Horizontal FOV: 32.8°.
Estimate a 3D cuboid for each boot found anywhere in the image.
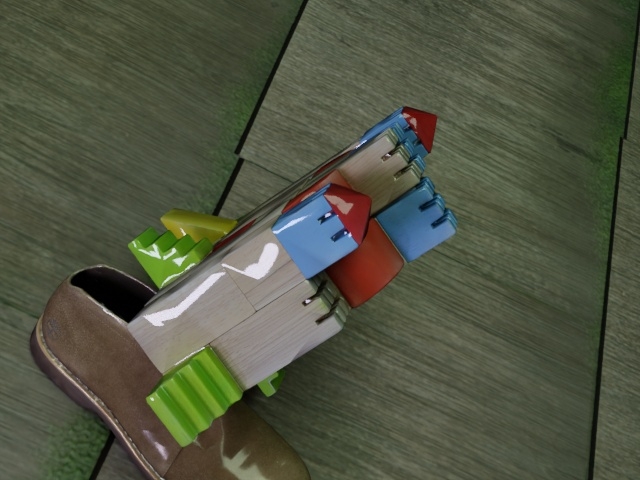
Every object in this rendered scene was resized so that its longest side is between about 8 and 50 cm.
[{"bbox_3d":[-0.123,0.141,0.973,0.305,0.115,0.112,38,43,2],"label":"boot"}]

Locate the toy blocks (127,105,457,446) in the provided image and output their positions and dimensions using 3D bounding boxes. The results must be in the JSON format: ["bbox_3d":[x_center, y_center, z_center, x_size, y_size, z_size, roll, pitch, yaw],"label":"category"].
[{"bbox_3d":[0.000,0.000,0.954,0.190,0.261,0.381,55,16,-7],"label":"toy blocks"}]
